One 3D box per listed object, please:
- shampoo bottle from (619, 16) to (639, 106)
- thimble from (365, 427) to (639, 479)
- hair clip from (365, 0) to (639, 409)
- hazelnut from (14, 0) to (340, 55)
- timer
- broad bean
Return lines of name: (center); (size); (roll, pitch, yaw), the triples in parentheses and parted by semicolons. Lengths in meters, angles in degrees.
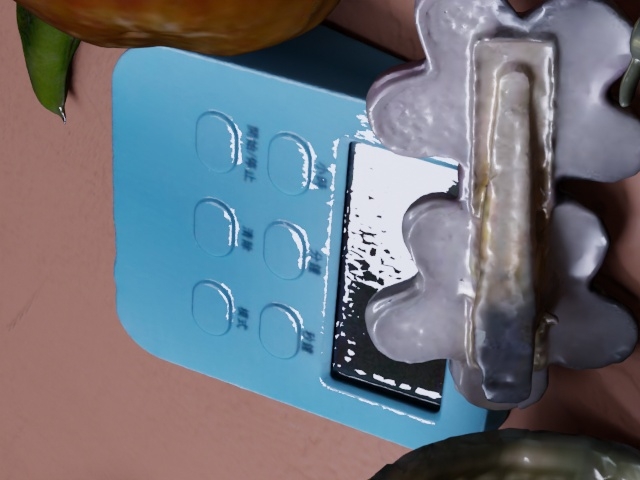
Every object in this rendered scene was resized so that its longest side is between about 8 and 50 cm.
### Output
shampoo bottle: (0.206, -0.061, 0.746); (0.162, 0.079, 0.079); (33, 133, 31)
thimble: (0.117, 0.233, 0.881); (0.271, 0.271, 0.150); (33, 131, 30)
hair clip: (0.093, -0.016, 0.871); (0.146, 0.075, 0.257); (3, 114, 10)
hazelnut: (-0.090, -0.190, 0.888); (0.251, 0.217, 0.217); (14, 127, 9)
timer: (0.000, 0.000, 1.001); (0.250, 0.091, 0.232); (24, 128, 29)
broad bean: (-0.170, -0.202, 1.097); (0.060, 0.043, 0.297); (41, 137, 39)
